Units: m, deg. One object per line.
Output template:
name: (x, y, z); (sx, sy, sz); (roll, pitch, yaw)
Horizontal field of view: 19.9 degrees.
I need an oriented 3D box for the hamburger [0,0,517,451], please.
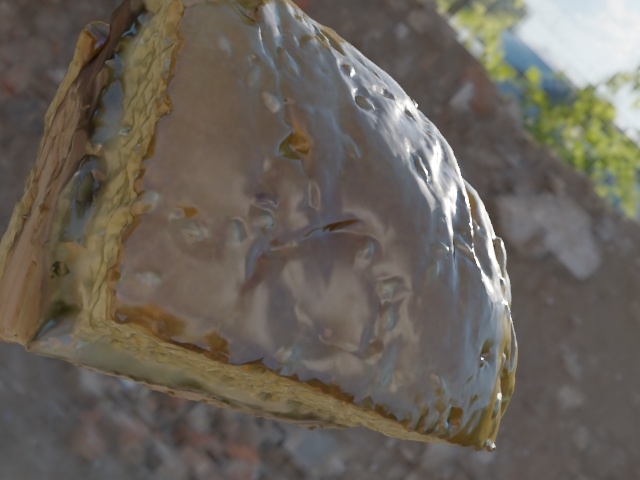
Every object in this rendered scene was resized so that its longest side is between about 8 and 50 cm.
hamburger: (0.000, 0.000, 0.660); (0.208, 0.155, 0.135); (25, -6, -20)
